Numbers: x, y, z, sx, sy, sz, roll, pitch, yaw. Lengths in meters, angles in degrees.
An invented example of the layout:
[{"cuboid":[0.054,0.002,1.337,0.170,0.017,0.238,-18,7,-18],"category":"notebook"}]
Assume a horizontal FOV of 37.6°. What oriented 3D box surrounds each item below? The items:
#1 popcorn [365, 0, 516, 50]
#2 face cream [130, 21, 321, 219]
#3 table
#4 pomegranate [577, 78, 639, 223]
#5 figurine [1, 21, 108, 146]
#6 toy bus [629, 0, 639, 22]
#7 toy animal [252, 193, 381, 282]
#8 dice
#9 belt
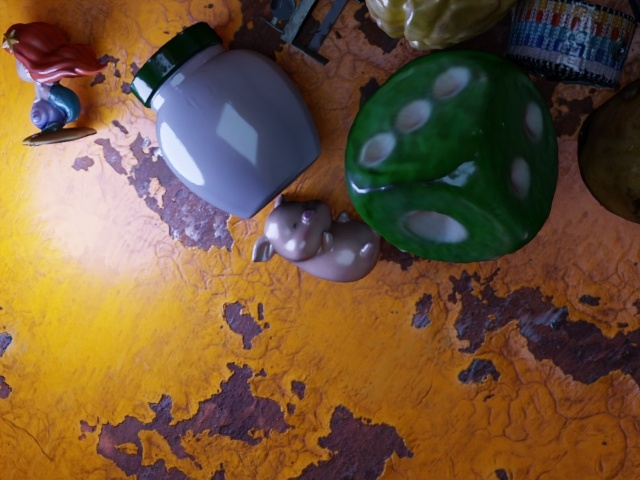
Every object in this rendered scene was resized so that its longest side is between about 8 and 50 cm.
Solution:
[{"cuboid":[0.217,-0.519,1.611,0.344,0.390,0.354,-13,71,4],"category":"popcorn"},{"cuboid":[-0.189,-0.239,1.891,0.312,0.219,0.357,-41,92,24],"category":"face cream"},{"cuboid":[-0.025,-0.457,1.858,0.175,0.062,0.146,33,114,1],"category":"table"},{"cuboid":[0.599,-0.161,1.656,0.281,0.281,0.281,5,109,15],"category":"pomegranate"},{"cuboid":[-0.565,-0.341,2.008,0.208,0.181,0.257,13,115,55],"category":"figurine"},{"cuboid":[0.576,-0.439,1.559,0.138,0.175,0.288,-21,138,21],"category":"toy bus"},{"cuboid":[0.001,-0.002,1.952,0.250,0.166,0.154,22,129,6],"category":"toy animal"},{"cuboid":[0.244,-0.146,1.701,0.297,0.300,0.287,-7,144,42],"category":"dice"},{"cuboid":[0.438,-0.350,1.652,0.207,0.257,0.150,15,100,-4],"category":"belt"}]
